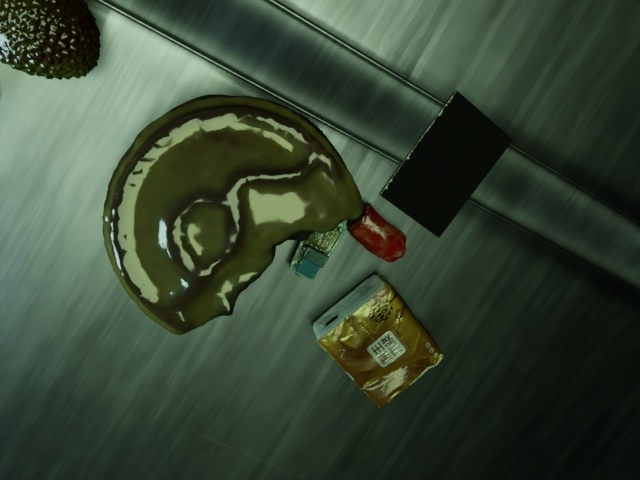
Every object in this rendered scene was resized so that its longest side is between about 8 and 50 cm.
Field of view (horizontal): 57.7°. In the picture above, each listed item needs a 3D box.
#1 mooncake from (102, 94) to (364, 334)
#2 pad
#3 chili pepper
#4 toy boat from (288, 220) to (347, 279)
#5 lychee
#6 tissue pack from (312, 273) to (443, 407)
[{"bbox_3d":[-0.142,-0.041,0.963,0.394,0.246,0.393,13,101,-11],"label":"mooncake"},{"bbox_3d":[0.248,-0.146,1.141,0.170,0.006,0.245,33,99,-22],"label":"pad"},{"bbox_3d":[0.113,-0.011,1.123,0.123,0.070,0.073,36,80,-19],"label":"chili pepper"},{"bbox_3d":[0.000,0.000,1.102,0.069,0.059,0.172,28,100,-20],"label":"toy boat"},{"bbox_3d":[-0.407,-0.311,0.855,0.171,0.171,0.171,-4,109,-12],"label":"lychee"},{"bbox_3d":[0.119,0.205,1.184,0.183,0.092,0.226,-38,110,2],"label":"tissue pack"}]
